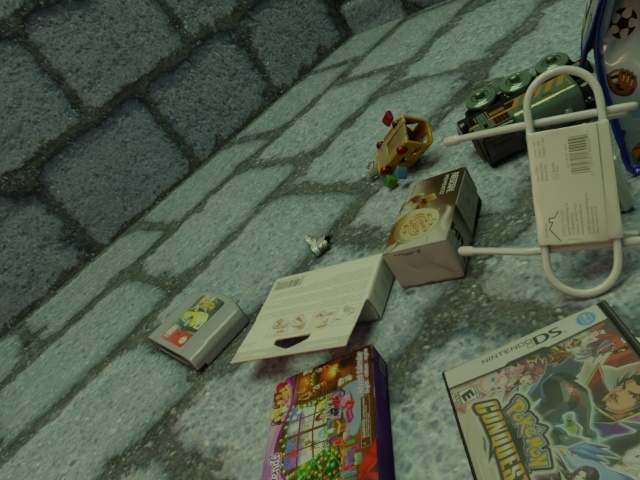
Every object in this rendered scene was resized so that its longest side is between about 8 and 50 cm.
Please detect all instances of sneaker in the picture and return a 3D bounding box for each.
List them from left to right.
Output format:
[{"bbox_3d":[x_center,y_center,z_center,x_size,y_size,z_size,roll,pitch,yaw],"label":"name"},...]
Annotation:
[{"bbox_3d":[0.000,0.000,1.452,0.069,0.038,0.098,-33,35,-1],"label":"sneaker"}]

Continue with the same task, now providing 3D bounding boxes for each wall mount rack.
[{"bbox_3d":[0.354,-0.086,0.904,0.304,0.350,0.130,-6,5,24],"label":"wall mount rack"}]

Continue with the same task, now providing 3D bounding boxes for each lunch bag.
[{"bbox_3d":[0.593,-0.370,0.986,0.238,0.385,0.328,-12,34,38],"label":"lunch bag"}]

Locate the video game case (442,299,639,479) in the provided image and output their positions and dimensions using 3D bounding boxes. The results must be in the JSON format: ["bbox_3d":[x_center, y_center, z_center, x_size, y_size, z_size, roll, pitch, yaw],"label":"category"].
[{"bbox_3d":[0.292,0.212,0.678,0.248,0.035,0.275,-28,25,14],"label":"video game case"}]

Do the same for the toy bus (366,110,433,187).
[{"bbox_3d":[0.225,-0.247,1.528,0.104,0.191,0.202,5,18,-20],"label":"toy bus"}]

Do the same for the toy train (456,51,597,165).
[{"bbox_3d":[0.489,-0.307,1.306,0.333,0.142,0.190,-25,39,15],"label":"toy train"}]

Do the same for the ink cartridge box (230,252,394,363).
[{"bbox_3d":[-0.013,0.158,1.154,0.296,0.066,0.261,-16,31,34],"label":"ink cartridge box"}]

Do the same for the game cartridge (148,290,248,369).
[{"bbox_3d":[-0.311,0.217,1.424,0.196,0.060,0.294,-43,27,-27],"label":"game cartridge"}]

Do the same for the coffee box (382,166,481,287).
[{"bbox_3d":[0.236,-0.030,1.147,0.141,0.098,0.247,-14,32,36],"label":"coffee box"}]

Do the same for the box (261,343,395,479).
[{"bbox_3d":[0.010,0.311,0.870,0.200,0.057,0.293,-26,27,17],"label":"box"}]

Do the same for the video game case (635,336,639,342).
[{"bbox_3d":[0.421,0.210,0.602,0.204,0.025,0.285,-46,28,-23],"label":"video game case"}]

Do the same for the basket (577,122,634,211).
[{"bbox_3d":[0.472,-0.118,1.008,0.103,0.113,0.167,-27,26,20],"label":"basket"}]
